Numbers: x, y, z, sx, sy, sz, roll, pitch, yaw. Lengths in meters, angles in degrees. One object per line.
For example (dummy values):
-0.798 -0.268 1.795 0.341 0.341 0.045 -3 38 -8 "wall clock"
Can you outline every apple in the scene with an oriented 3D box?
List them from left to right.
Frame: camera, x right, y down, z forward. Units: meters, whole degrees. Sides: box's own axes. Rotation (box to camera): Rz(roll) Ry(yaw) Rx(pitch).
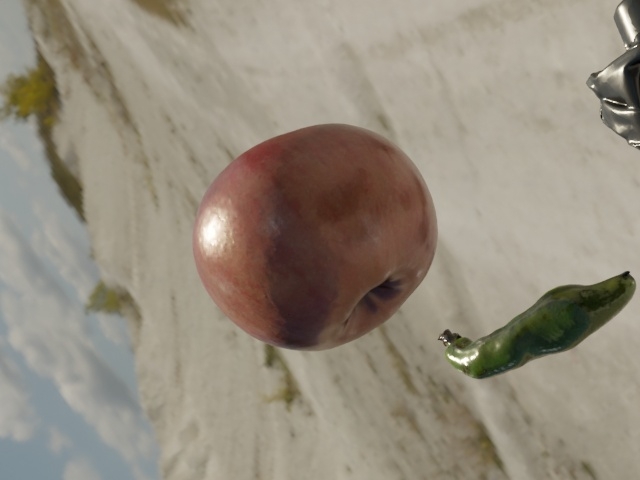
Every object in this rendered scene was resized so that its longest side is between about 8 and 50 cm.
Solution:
0.000 0.000 0.743 0.120 0.153 0.153 57 177 24 "apple"

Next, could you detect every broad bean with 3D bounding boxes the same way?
0.189 0.081 1.064 0.046 0.195 0.061 33 -134 -44 "broad bean"

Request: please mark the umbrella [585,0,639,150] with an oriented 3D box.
0.288 -0.064 0.885 0.110 0.122 0.272 15 -126 -57 "umbrella"
